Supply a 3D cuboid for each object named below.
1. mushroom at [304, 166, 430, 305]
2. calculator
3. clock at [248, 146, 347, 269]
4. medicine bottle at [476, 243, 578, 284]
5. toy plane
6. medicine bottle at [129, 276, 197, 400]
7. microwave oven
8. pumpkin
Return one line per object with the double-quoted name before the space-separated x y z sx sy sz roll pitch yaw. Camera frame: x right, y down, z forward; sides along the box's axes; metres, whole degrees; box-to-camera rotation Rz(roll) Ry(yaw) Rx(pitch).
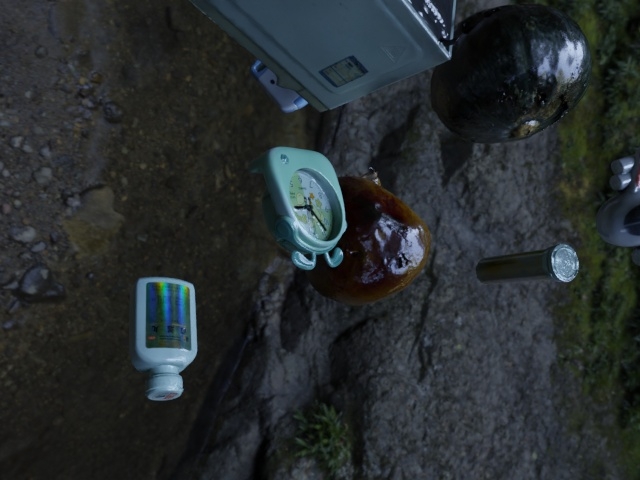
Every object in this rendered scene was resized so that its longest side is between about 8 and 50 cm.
"mushroom" 0.117 -0.008 1.476 0.259 0.346 0.345 -69 163 -68
"calculator" -0.094 -0.410 1.432 0.121 0.210 0.039 -39 157 5
"clock" -0.027 -0.045 0.858 0.148 0.060 0.188 2 71 -51
"medicine bottle" 0.418 0.055 1.176 0.074 0.218 0.073 4 81 -25
"toy plane" 0.627 -0.057 1.047 0.118 0.253 0.251 179 -71 -83
"medicine bottle" -0.302 0.186 1.096 0.121 0.083 0.228 10 56 -31
"microwave oven" -0.002 -0.396 0.801 0.355 0.287 0.218 33 57 -38
"pumpkin" 0.538 -0.459 1.637 0.454 0.455 0.343 24 58 -58
